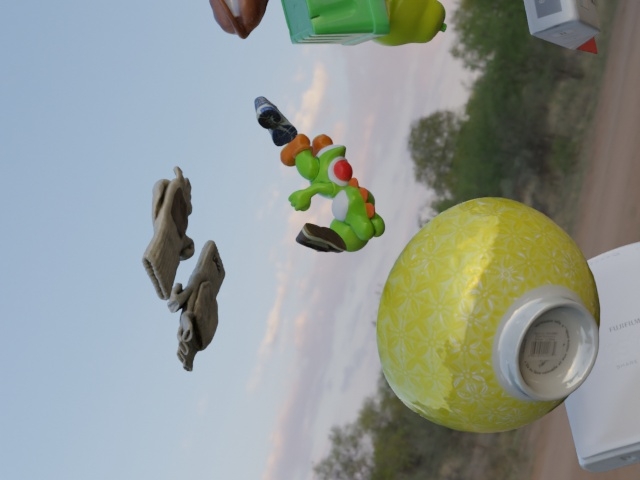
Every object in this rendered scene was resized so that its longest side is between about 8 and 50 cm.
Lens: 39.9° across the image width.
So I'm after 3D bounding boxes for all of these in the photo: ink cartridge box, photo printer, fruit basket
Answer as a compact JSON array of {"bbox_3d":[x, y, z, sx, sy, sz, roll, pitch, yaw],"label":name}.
[{"bbox_3d":[0.440,-0.500,1.552,0.385,0.091,0.308,-9,-93,-57],"label":"ink cartridge box"},{"bbox_3d":[0.460,0.150,1.263,0.107,0.256,0.307,33,-137,-45],"label":"photo printer"},{"bbox_3d":[0.111,-0.578,2.076,0.392,0.392,0.283,-43,-60,-68],"label":"fruit basket"}]

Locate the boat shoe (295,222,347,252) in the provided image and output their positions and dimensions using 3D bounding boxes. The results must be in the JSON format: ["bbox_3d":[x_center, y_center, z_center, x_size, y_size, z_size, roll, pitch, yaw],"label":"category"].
[{"bbox_3d":[0.000,0.000,1.948,0.049,0.056,0.152,-39,-36,22],"label":"boat shoe"}]

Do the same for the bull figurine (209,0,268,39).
[{"bbox_3d":[-0.129,-0.439,1.411,0.310,0.101,0.188,-95,-11,-55],"label":"bull figurine"}]

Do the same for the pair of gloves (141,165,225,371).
[{"bbox_3d":[-0.189,0.036,1.197,0.204,0.042,0.240,-86,-14,-44],"label":"pair of gloves"}]

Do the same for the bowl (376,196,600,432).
[{"bbox_3d":[0.225,0.104,1.018,0.156,0.289,0.289,26,103,63],"label":"bowl"}]

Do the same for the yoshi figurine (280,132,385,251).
[{"bbox_3d":[0.033,-0.109,2.340,0.203,0.362,0.203,-34,-30,-1],"label":"yoshi figurine"}]

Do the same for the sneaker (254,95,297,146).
[{"bbox_3d":[-0.085,-0.226,1.644,0.058,0.052,0.135,65,-174,29],"label":"sneaker"}]
